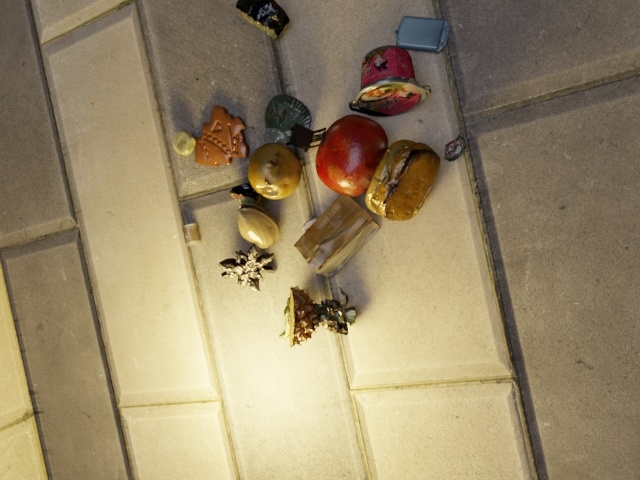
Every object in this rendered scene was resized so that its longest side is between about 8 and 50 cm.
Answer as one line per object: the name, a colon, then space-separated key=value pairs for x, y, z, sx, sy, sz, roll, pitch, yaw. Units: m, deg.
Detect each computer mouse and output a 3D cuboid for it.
computer mouse: x=0.000 y=0.000 z=1.881 sx=0.102 sy=0.045 sz=0.198 roll=-34 pitch=86 yaw=14

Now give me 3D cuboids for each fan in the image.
fan: x=-0.184 y=-0.509 z=1.925 sx=0.295 sy=0.012 sz=0.223 roll=-32 pitch=83 yaw=19

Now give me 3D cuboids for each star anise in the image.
star anise: x=-0.322 y=0.124 z=1.957 sx=0.283 sy=0.129 sz=0.212 roll=-22 pitch=121 yaw=11

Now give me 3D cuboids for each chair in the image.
chair: x=-0.061 y=-0.419 z=1.769 sx=0.102 sy=0.212 sz=0.084 roll=16 pitch=87 yaw=-18

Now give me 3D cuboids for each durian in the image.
durian: x=-0.306 y=-0.188 z=1.969 sx=0.187 sy=0.119 sz=0.108 roll=16 pitch=138 yaw=30

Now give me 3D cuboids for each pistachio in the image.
pistachio: x=-0.273 y=-0.062 z=1.901 sx=0.153 sy=0.137 sz=0.238 roll=-35 pitch=122 yaw=15

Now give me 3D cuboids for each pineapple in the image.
pineapple: x=0.010 y=0.317 z=1.835 sx=0.272 sy=0.262 sz=0.262 roll=1 pitch=96 yaw=-8

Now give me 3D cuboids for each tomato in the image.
tomato: x=0.094 y=-0.339 z=1.707 sx=0.339 sy=0.144 sz=0.337 roll=-8 pitch=78 yaw=43

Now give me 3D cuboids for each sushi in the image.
sushi: x=-0.243 y=-0.954 z=1.845 sx=0.126 sy=0.136 sz=0.225 roll=-46 pitch=74 yaw=9

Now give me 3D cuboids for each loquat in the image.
loquat: x=-0.188 y=-0.294 z=1.842 sx=0.244 sy=0.244 sz=0.243 roll=2 pitch=95 yaw=20

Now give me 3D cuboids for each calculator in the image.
calculator: x=0.383 y=-0.785 z=1.677 sx=0.211 sy=0.039 sz=0.120 roll=15 pitch=98 yaw=19

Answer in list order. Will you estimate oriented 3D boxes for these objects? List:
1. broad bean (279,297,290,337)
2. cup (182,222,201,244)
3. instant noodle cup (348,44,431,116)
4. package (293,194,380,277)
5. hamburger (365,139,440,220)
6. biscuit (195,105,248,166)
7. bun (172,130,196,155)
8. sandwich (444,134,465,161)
broad bean: x=-0.141 y=0.354 z=1.966 sx=0.061 sy=0.046 sz=0.195 roll=17 pitch=102 yaw=16
cup: x=-0.615 y=-0.029 z=2.105 sx=0.074 sy=0.102 sz=0.099 roll=-12 pitch=89 yaw=-17
instant noodle cup: x=0.251 y=-0.603 z=1.650 sx=0.303 sy=0.258 sz=0.181 roll=-4 pitch=78 yaw=9
package: x=0.059 y=-0.019 z=1.765 sx=0.311 sy=0.165 sz=0.221 roll=-45 pitch=84 yaw=6
hamburger: x=0.301 y=-0.221 z=1.625 sx=0.174 sy=0.284 sz=0.304 roll=31 pitch=104 yaw=28
biscuit: x=-0.467 y=-0.448 z=2.018 sx=0.306 sy=0.043 sz=0.283 roll=-37 pitch=82 yaw=19
bun: x=-0.633 y=-0.455 z=2.066 sx=0.115 sy=0.069 sz=0.115 roll=1 pitch=94 yaw=19
sandwich: x=0.509 y=-0.347 z=1.675 sx=0.101 sy=0.026 sz=0.069 roll=-38 pitch=83 yaw=20
